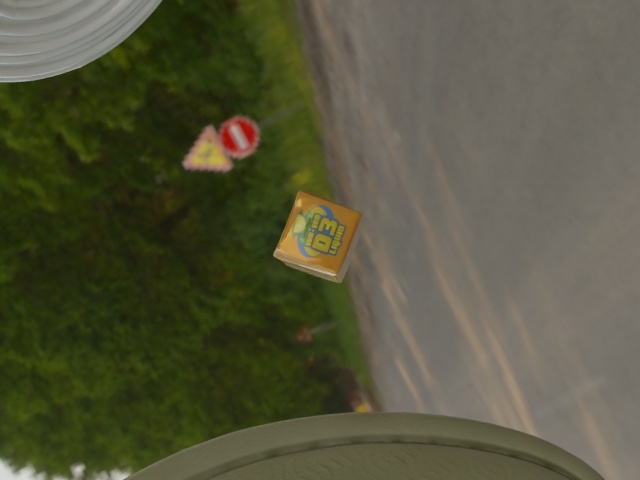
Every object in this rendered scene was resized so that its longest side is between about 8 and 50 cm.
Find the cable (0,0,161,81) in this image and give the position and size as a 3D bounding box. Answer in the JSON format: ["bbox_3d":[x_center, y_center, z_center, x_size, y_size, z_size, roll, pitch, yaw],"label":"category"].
[{"bbox_3d":[-0.190,-0.221,0.838,0.089,0.257,0.257,51,-164,31],"label":"cable"}]

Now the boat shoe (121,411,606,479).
[{"bbox_3d":[-0.055,0.143,0.325,0.127,0.340,0.113,57,142,16],"label":"boat shoe"}]

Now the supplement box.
[{"bbox_3d":[0.000,0.000,1.434,0.080,0.078,0.233,21,178,5],"label":"supplement box"}]
